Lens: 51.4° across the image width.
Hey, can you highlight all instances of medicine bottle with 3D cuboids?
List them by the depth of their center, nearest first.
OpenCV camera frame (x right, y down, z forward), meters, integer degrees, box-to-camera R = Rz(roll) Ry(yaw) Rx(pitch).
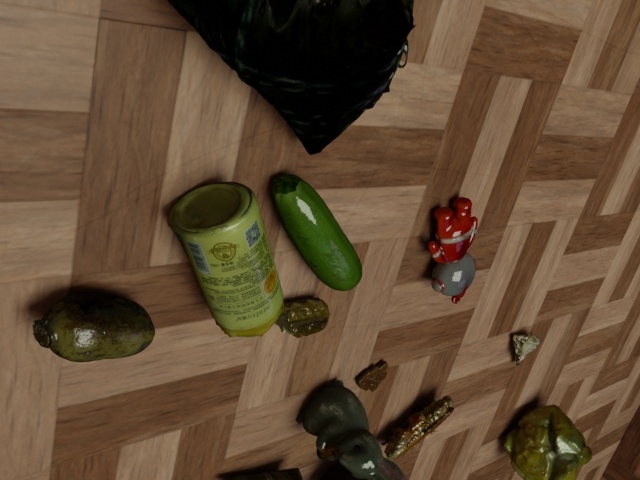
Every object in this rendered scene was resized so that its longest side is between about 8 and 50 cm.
[{"bbox_3d":[-0.126,0.036,0.969,0.124,0.124,0.238,-34,136,-22],"label":"medicine bottle"}]

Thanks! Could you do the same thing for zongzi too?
[{"bbox_3d":[-0.059,-0.284,0.785,0.383,0.362,0.318,-46,161,-79],"label":"zongzi"},{"bbox_3d":[-0.142,0.542,1.337,0.184,0.084,0.187,8,116,-31],"label":"zongzi"}]

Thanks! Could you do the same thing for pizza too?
[{"bbox_3d":[0.231,0.463,1.636,0.226,0.069,0.147,-33,156,-18],"label":"pizza"}]

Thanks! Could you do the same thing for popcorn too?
[{"bbox_3d":[0.729,0.649,2.108,0.277,0.226,0.276,-27,127,-41],"label":"popcorn"}]

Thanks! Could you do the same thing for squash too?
[{"bbox_3d":[0.001,0.002,1.090,0.082,0.082,0.292,-45,138,-10],"label":"squash"}]

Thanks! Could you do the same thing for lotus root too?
[{"bbox_3d":[-0.293,0.114,0.885,0.081,0.089,0.179,-38,155,29],"label":"lotus root"}]

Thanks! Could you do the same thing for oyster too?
[{"bbox_3d":[0.569,0.305,1.854,0.146,0.045,0.121,-13,122,-46],"label":"oyster"}]

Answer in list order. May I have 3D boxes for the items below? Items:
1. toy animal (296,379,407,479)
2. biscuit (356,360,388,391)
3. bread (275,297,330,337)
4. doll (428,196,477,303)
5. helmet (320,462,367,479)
[{"bbox_3d":[0.065,0.394,1.289,0.126,0.251,0.127,-15,126,-32],"label":"toy animal"},{"bbox_3d":[0.110,0.299,1.443,0.092,0.016,0.082,-2,123,-41],"label":"biscuit"},{"bbox_3d":[-0.031,0.136,1.171,0.110,0.060,0.066,-7,91,-42],"label":"bread"},{"bbox_3d":[0.277,0.031,1.375,0.142,0.076,0.244,-28,129,-26],"label":"doll"},{"bbox_3d":[0.075,0.615,1.508,0.225,0.177,0.305,-6,130,-33],"label":"helmet"}]
